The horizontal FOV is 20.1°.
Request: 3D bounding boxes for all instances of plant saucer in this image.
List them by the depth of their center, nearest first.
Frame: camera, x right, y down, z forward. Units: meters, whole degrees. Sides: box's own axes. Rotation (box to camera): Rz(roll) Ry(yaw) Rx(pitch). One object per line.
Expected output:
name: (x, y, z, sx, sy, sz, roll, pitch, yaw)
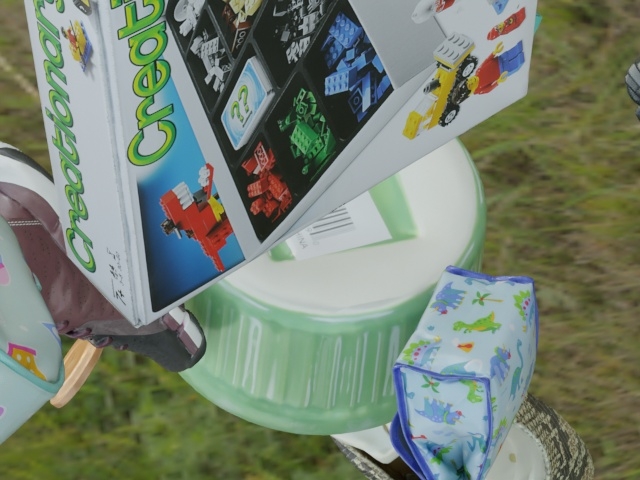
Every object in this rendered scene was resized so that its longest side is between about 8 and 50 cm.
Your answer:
plant saucer: (-0.220, 0.112, 1.623, 0.013, 0.083, 0.083, 35, 121, -16)

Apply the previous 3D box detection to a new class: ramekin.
ramekin: (0.000, 0.000, 1.548, 0.303, 0.303, 0.148, 47, 153, 25)

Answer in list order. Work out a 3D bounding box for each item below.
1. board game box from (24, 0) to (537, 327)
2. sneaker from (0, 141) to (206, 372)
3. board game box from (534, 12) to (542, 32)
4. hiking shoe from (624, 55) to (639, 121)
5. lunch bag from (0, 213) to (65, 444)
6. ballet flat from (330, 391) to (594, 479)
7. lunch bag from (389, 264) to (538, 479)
board game box: (-0.006, -0.126, 0.575, 0.053, 0.193, 0.305, 43, 151, 31)
sneaker: (-0.220, 0.056, 1.383, 0.106, 0.281, 0.162, 21, 69, 51)
board game box: (0.117, -0.274, 1.983, 0.160, 0.210, 0.047, 46, 124, 40)
hiking shoe: (0.351, -0.047, 1.398, 0.132, 0.304, 0.113, -34, 36, -7)
lunch bag: (-0.271, 0.005, 1.020, 0.108, 0.224, 0.279, -49, 31, 6)
ballet flat: (0.072, 0.164, 1.675, 0.483, 0.182, 0.164, 36, 105, -19)
lunch bag: (0.116, 0.117, 1.407, 0.096, 0.129, 0.151, 8, 132, 23)
